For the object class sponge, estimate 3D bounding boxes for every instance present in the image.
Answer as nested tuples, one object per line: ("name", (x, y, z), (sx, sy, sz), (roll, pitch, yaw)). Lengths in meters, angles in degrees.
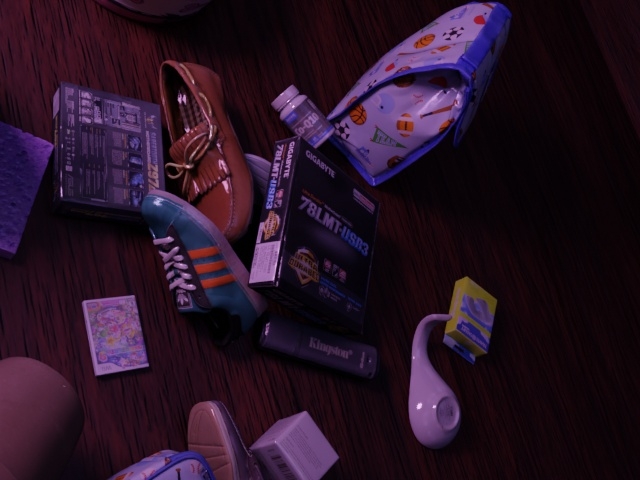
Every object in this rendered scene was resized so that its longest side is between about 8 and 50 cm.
("sponge", (-0.505, -0.086, 1.061), (0.117, 0.031, 0.210), (23, 56, -27))

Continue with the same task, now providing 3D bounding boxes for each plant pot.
("plant pot", (-0.421, 0.268, 0.838), (0.263, 0.263, 0.229), (48, 29, -9))

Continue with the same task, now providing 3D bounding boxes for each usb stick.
("usb stick", (-0.002, 0.204, 1.302), (0.278, 0.045, 0.077), (23, 56, -28))

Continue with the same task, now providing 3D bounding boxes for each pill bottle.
("pill bottle", (-0.039, -0.267, 1.482), (0.137, 0.078, 0.078), (47, 48, -9))

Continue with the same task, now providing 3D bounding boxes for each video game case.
("video game case", (-0.330, 0.151, 1.095), (0.087, 0.011, 0.122), (-4, 71, -39))

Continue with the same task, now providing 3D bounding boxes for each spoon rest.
("spoon rest", (0.238, 0.296, 1.436), (0.137, 0.084, 0.276), (8, 77, -34))

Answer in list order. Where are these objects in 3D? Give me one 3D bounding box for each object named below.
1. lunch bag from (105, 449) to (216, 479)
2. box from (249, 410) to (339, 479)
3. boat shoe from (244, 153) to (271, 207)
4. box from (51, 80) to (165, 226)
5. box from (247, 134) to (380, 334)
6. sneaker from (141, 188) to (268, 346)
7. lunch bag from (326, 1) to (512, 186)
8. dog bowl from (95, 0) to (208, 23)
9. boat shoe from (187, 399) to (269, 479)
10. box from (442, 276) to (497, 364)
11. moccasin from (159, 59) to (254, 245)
("lunch bag", (-0.247, 0.446, 0.937), (0.303, 0.115, 0.243), (-22, 93, -41))
("box", (-0.046, 0.361, 1.152), (0.087, 0.102, 0.101), (-37, 92, -41))
("boat shoe", (-0.093, -0.097, 1.366), (0.226, 0.076, 0.083), (39, 94, -27))
("box", (-0.366, -0.146, 1.180), (0.183, 0.059, 0.233), (7, 64, -36))
("box", (0.000, 0.000, 1.296), (0.295, 0.073, 0.293), (36, 57, -47))
("sneaker", (-0.210, 0.054, 1.143), (0.302, 0.108, 0.121), (53, 55, -25))
("lunch bag", (0.242, -0.342, 1.531), (0.239, 0.385, 0.328), (44, 48, -12))
("dog bowl", (-0.355, -0.619, 1.361), (0.408, 0.150, 0.408), (18, 58, -31))
("boat shoe", (-0.128, 0.386, 1.082), (0.092, 0.103, 0.285), (-14, 80, -48))
("box", (0.350, 0.185, 1.589), (0.109, 0.042, 0.178), (36, 50, -18))
("moccasin", (-0.218, -0.165, 1.237), (0.147, 0.139, 0.380), (11, 62, -51))
